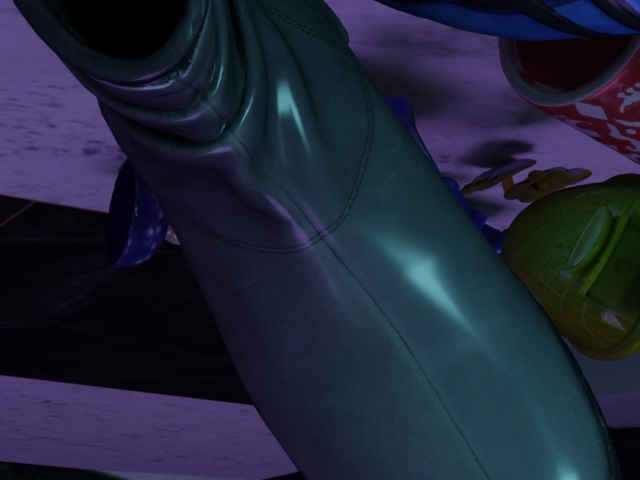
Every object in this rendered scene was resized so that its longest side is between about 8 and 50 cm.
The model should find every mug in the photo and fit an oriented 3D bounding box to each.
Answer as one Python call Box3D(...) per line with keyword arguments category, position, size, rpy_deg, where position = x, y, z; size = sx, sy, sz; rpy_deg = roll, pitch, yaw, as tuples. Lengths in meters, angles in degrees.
Box3D(category="mug", position=(0.182, -0.083, 0.776), size=(0.169, 0.113, 0.150), rpy_deg=(20, 154, -37))

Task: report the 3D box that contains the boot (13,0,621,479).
Box3D(category="boot", position=(-0.027, -0.028, 0.597), size=(0.118, 0.338, 0.223), rpy_deg=(-37, 161, 2))

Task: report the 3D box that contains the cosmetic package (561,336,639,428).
Box3D(category="cosmetic package", position=(0.252, 0.095, 1.417), size=(0.238, 0.107, 0.127), rpy_deg=(-7, 160, 40))

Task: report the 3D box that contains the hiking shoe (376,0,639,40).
Box3D(category="hiking shoe", position=(0.135, -0.127, 0.645), size=(0.304, 0.113, 0.132), rpy_deg=(9, 175, 7))

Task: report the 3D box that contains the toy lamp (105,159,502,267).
Box3D(category="toy lamp", position=(0.000, 0.000, 1.150), size=(0.274, 0.080, 0.080), rpy_deg=(10, 163, -21))

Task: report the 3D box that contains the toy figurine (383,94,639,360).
Box3D(category="toy figurine", position=(0.019, 0.005, 0.937), size=(0.217, 0.191, 0.362), rpy_deg=(25, 180, -12))
